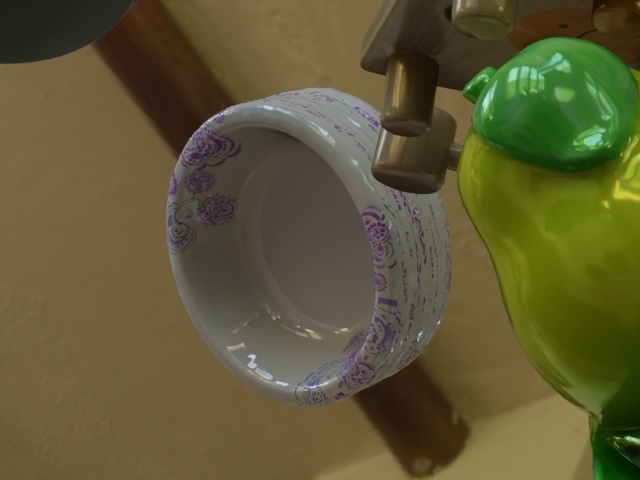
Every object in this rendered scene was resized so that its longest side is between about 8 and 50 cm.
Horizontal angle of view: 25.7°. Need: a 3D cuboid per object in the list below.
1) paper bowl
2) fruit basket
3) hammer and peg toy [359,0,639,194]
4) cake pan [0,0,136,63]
[{"bbox_3d":[0.000,0.000,1.311,0.284,0.148,0.284,16,-65,38],"label":"paper bowl"},{"bbox_3d":[0.236,0.051,0.724,0.282,0.392,0.392,-12,-63,12],"label":"fruit basket"},{"bbox_3d":[0.168,-0.127,0.959,0.265,0.127,0.361,10,-16,-7],"label":"hammer and peg toy"},{"bbox_3d":[-0.267,-0.250,1.124,0.293,0.054,0.293,-1,-39,-1],"label":"cake pan"}]
